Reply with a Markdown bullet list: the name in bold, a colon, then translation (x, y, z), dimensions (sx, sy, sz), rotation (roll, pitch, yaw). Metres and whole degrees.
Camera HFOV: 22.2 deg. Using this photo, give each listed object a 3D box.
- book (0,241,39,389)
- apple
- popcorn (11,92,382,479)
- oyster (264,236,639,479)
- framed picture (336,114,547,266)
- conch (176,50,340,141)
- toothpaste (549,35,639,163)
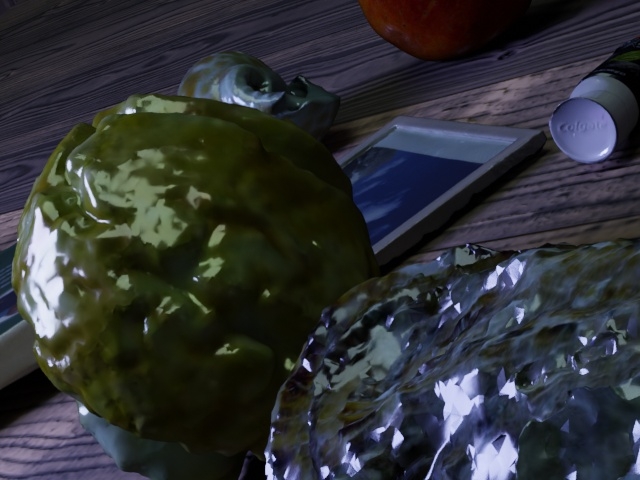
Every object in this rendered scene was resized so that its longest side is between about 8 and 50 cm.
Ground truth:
- **book**: translation (-0.221, 0.031, 1.322), dimensions (0.260, 0.043, 0.371), rotation (-34, 14, -5)
- **apple**: translation (0.099, -0.224, 1.346), dimensions (0.147, 0.156, 0.158), rotation (-44, -6, -37)
- **popcorn**: translation (-0.066, 0.020, 0.877), dimensions (0.184, 0.204, 0.221), rotation (-50, 30, 26)
- **oyster**: translation (0.112, 0.076, 0.599), dimensions (0.351, 0.158, 0.162), rotation (-2, 76, 43)
- **framed picture**: translation (0.000, 0.000, 1.117), dimensions (0.281, 0.019, 0.209), rotation (-37, 20, -18)
- **conch**: translation (-0.061, -0.101, 1.349), dimensions (0.173, 0.106, 0.116), rotation (14, 24, 40)
- **toothpaste**: translation (0.203, -0.108, 1.057), dimensions (0.071, 0.045, 0.193), rotation (-15, 19, 39)
